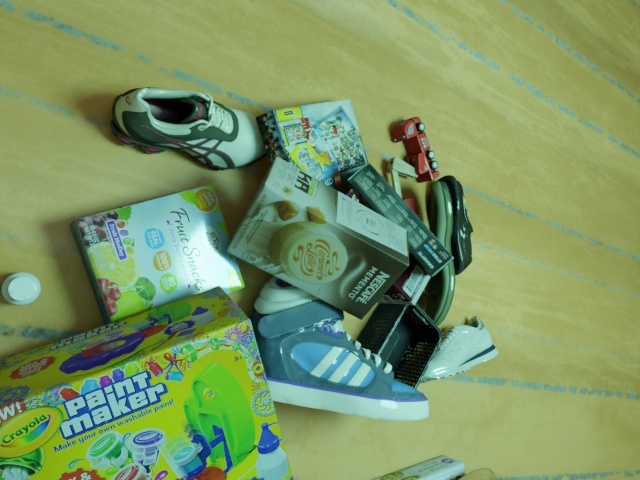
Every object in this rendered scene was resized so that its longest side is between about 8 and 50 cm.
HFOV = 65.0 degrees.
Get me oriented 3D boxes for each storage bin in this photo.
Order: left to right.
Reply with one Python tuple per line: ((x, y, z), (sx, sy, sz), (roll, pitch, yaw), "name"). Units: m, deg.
((0.143, 0.218, 0.987), (0.122, 0.084, 0.180), (46, 63, -21), "storage bin")

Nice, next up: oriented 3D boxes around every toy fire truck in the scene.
((0.186, -0.155, 1.068), (0.135, 0.047, 0.192), (-28, 102, -32), "toy fire truck")

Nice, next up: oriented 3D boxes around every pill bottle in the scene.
((-0.387, 0.062, 0.649), (0.043, 0.083, 0.043), (3, 84, -34), "pill bottle")

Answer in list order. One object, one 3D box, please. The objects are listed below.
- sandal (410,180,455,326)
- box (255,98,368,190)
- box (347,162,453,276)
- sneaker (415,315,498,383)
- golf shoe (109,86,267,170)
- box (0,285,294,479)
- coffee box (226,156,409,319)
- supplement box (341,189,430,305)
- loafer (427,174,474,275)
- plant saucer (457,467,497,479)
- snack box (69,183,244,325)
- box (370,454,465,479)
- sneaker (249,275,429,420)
((0.225, 0.029, 1.049), (0.086, 0.120, 0.303), (-1, 94, 0), "sandal")
((-0.002, -0.163, 0.905), (0.233, 0.044, 0.159), (-26, 103, -50), "box")
((0.150, -0.033, 0.919), (0.051, 0.175, 0.220), (-41, 80, 7), "box")
((0.282, 0.238, 1.088), (0.235, 0.090, 0.095), (-13, 80, -37), "sneaker")
((-0.180, -0.175, 0.788), (0.272, 0.120, 0.105), (0, 84, -35), "golf shoe")
((-0.213, 0.247, 0.639), (0.290, 0.177, 0.279), (-19, 105, -20), "box")
((0.000, 0.000, 0.791), (0.246, 0.141, 0.098), (28, 33, -11), "coffee box")
((0.078, 0.020, 0.933), (0.239, 0.130, 0.073), (45, 64, -21), "supplement box")
((0.295, -0.035, 1.121), (0.078, 0.080, 0.220), (-9, 96, -43), "loafer")
((0.295, 0.558, 1.032), (0.200, 0.037, 0.200), (-16, 123, -25), "plant saucer")
((-0.239, 0.025, 0.759), (0.207, 0.070, 0.175), (-22, 98, -34), "snack box")
((0.151, 0.496, 0.981), (0.324, 0.067, 0.063), (-1, 87, -33), "box")
((0.038, 0.165, 0.848), (0.322, 0.130, 0.236), (11, 73, -5), "sneaker")
